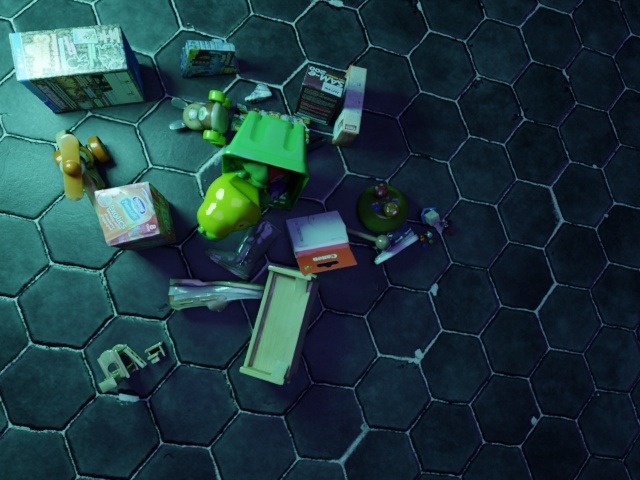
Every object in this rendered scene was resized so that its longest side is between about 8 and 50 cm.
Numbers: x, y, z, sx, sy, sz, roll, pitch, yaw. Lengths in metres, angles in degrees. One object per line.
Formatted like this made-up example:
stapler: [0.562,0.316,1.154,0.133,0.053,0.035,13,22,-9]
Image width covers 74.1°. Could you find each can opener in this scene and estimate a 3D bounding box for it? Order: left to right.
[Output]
can opener: [-0.060,-0.329,1.486,0.186,0.073,0.059,-18,81,-20]

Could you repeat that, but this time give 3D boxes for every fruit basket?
fruit basket: [-0.201,-0.152,1.285,0.283,0.392,0.391,14,83,-9]

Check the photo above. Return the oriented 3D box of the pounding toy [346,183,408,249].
pounding toy: [0.210,-0.105,1.463,0.183,0.110,0.236,27,74,8]

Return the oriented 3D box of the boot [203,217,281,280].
boot: [-0.257,0.007,1.412,0.190,0.076,0.208,33,87,-20]

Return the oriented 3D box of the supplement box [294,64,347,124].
supplement box: [-0.006,-0.477,1.414,0.130,0.239,0.073,17,82,-9]

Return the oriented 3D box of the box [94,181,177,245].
box: [-0.531,-0.060,1.252,0.142,0.300,0.153,-13,87,-11]

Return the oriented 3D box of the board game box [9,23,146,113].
board game box: [-0.719,-0.516,1.292,0.291,0.232,0.141,-11,86,-12]

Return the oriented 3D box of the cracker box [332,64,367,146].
cracker box: [0.099,-0.461,1.475,0.067,0.156,0.232,8,83,-9]

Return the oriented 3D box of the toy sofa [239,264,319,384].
toy sofa: [-0.125,0.271,1.388,0.150,0.177,0.362,13,83,11]

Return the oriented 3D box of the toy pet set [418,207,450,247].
toy pet set: [0.400,-0.056,1.557,0.122,0.065,0.114,-28,126,-9]

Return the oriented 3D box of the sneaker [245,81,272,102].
sneaker: [-0.225,-0.523,1.484,0.098,0.038,0.069,-19,87,-21]

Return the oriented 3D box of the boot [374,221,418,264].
boot: [0.254,0.007,1.515,0.190,0.069,0.086,-31,83,-18]

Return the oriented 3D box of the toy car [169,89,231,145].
toy car: [-0.405,-0.410,1.395,0.189,0.149,0.154,9,94,2]

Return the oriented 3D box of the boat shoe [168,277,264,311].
boat shoe: [-0.334,0.179,1.371,0.303,0.113,0.103,3,87,0]

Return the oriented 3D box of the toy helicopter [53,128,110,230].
toy helicopter: [-0.688,-0.168,1.266,0.140,0.235,0.354,-26,90,-12]

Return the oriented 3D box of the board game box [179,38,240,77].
board game box: [-0.355,-0.609,1.410,0.194,0.194,0.060,-9,88,-25]

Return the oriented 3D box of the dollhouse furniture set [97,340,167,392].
dollhouse furniture set: [-0.567,0.348,1.270,0.161,0.182,0.101,-27,90,-11]

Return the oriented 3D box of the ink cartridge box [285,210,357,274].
ink cartridge box: [0.000,0.000,1.398,0.189,0.232,0.066,-11,127,-11]

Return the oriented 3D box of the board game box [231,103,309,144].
board game box: [-0.166,-0.398,1.449,0.260,0.030,0.136,9,48,-10]
